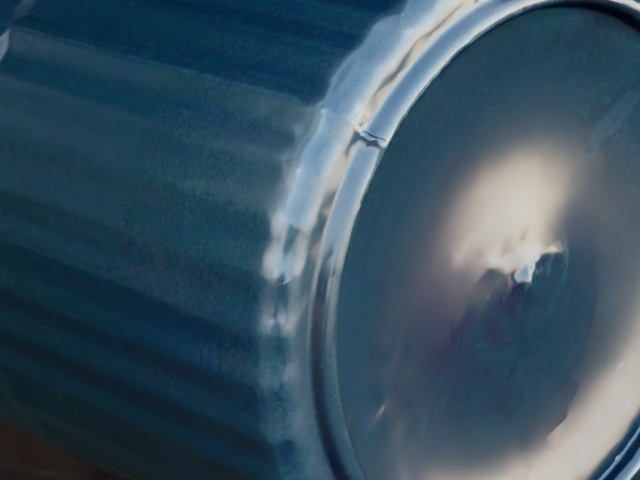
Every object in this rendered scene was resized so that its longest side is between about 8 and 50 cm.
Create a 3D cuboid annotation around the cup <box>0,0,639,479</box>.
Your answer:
[{"bbox_3d":[-0.014,0.007,0.707,0.242,0.308,0.292,-37,34,-29],"label":"cup"}]
